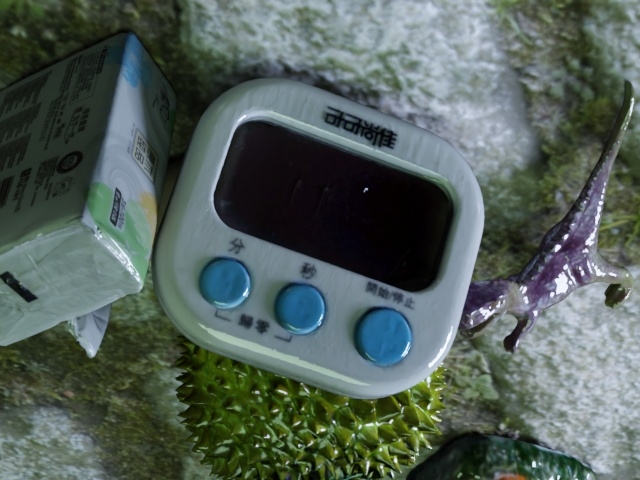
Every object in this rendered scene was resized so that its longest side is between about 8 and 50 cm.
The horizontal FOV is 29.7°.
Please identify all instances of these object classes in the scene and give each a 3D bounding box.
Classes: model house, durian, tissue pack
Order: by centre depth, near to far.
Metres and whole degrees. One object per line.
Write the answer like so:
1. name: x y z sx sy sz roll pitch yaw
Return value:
1. tissue pack: -0.197 -0.029 0.990 0.159 0.229 0.145 -21 131 21
2. durian: -0.005 0.138 1.147 0.291 0.225 0.291 -4 137 -4
3. model house: 0.197 0.413 1.368 0.190 0.301 0.271 18 133 -23

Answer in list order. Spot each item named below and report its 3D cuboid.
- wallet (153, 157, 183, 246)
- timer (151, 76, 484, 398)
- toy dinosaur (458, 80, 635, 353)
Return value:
1. wallet: -0.103 -0.030 1.119 0.152 0.039 0.118 -24 126 24
2. timer: 0.000 0.000 1.011 0.262 0.237 0.087 20 162 -10
3. toy dinosaur: 0.227 0.005 1.092 0.251 0.072 0.200 -42 146 8
